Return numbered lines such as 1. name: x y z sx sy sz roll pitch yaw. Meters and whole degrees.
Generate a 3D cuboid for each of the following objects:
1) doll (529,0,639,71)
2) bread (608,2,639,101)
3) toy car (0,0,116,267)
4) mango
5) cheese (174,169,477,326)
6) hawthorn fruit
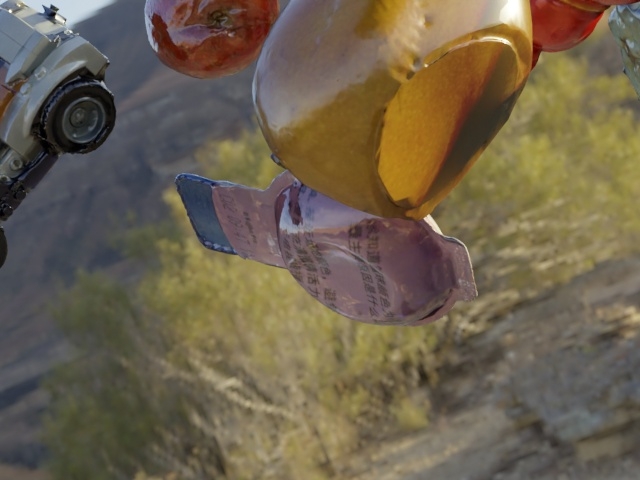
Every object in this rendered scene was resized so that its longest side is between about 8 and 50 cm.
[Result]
1. doll: 0.253 -0.295 1.243 0.182 0.160 0.363 -86 21 -56
2. bread: 0.516 -0.148 1.602 0.264 0.395 0.239 -26 25 1
3. toy car: -0.313 -0.077 1.279 0.301 0.118 0.193 -49 44 -5
4. mango: 0.046 -0.143 1.013 0.236 0.136 0.166 -50 46 -3
5. cheese: 0.000 0.000 1.208 0.286 0.189 0.074 12 48 32
6. hawthorn fruit: -0.093 -0.195 1.244 0.128 0.128 0.128 -22 5 2
